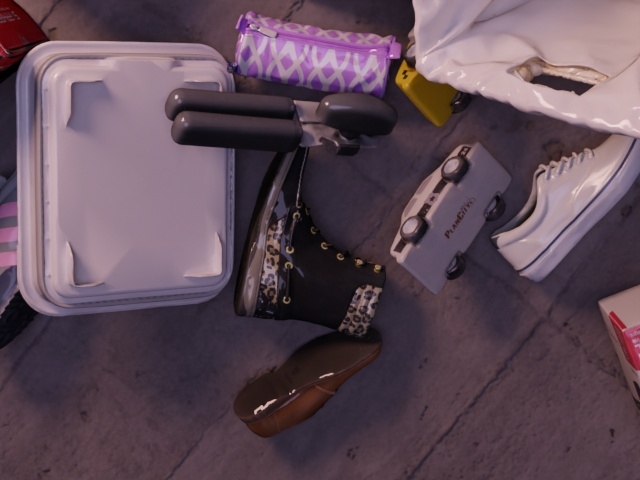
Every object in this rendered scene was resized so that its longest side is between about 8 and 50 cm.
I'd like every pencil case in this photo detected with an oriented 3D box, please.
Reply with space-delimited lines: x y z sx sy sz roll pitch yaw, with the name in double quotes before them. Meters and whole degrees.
"pencil case" -0.008 -0.232 1.575 0.206 0.088 0.086 9 59 -2

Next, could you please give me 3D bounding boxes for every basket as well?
"basket" 0.284 -0.314 1.244 0.266 0.328 0.331 -28 125 -35

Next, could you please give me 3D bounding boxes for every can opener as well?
"can opener" -0.047 -0.153 1.541 0.280 0.074 0.093 -1 141 -24

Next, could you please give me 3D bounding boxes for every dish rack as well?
"dish rack" -0.222 -0.073 1.551 0.285 0.072 0.333 -4 99 -29

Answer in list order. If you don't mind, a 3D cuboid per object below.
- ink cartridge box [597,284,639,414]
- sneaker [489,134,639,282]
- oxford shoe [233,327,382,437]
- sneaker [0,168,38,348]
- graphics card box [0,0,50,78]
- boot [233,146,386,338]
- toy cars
"ink cartridge box" 0.442 0.182 1.584 0.100 0.172 0.237 -22 98 6
"sneaker" 0.314 -0.067 1.587 0.091 0.094 0.258 37 99 -8
"oxford shoe" -0.007 0.185 1.664 0.212 0.076 0.076 -31 127 3
"sneaker" -0.381 -0.013 1.626 0.131 0.112 0.319 31 93 12
"graphics card box" -0.514 -0.151 1.534 0.371 0.233 0.094 -38 100 8
"boot" -0.001 0.001 1.622 0.178 0.085 0.236 15 91 -10
"toy cars" 0.151 -0.134 1.584 0.176 0.087 0.394 -6 103 -34
